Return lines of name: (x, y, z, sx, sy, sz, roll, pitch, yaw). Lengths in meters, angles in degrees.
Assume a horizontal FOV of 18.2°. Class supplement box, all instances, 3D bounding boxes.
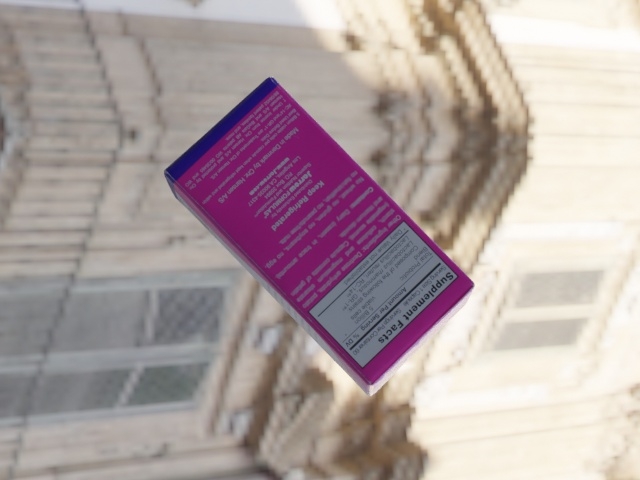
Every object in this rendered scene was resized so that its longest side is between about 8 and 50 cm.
supplement box: (0.000, 0.000, 1.494, 0.114, 0.111, 0.220, -42, -96, -5)
